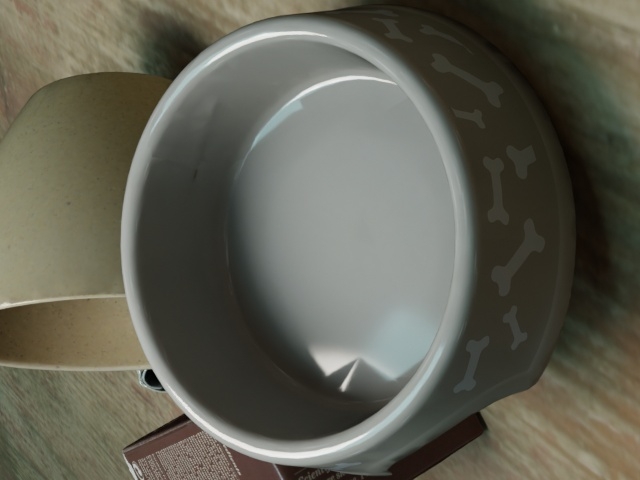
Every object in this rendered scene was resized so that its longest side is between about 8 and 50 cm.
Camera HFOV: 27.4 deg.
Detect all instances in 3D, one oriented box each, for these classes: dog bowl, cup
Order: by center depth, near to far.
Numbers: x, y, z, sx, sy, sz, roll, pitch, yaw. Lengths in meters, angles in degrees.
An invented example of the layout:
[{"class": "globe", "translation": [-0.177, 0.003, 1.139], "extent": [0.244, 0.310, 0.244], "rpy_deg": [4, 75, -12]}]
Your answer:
[{"class": "dog bowl", "translation": [0.000, 0.000, 0.924], "extent": [0.349, 0.102, 0.348], "rpy_deg": [-1, 89, 37]}, {"class": "cup", "translation": [-0.191, -0.020, 1.247], "extent": [0.331, 0.331, 0.236], "rpy_deg": [144, 127, -62]}]

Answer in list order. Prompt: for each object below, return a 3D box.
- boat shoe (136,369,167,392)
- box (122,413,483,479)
[{"class": "boat shoe", "translation": [-0.178, 0.141, 1.556], "extent": [0.227, 0.081, 0.079], "rpy_deg": [18, 129, 53]}, {"class": "box", "translation": [-0.033, 0.190, 1.236], "extent": [0.143, 0.191, 0.381], "rpy_deg": [61, 153, 4]}]
